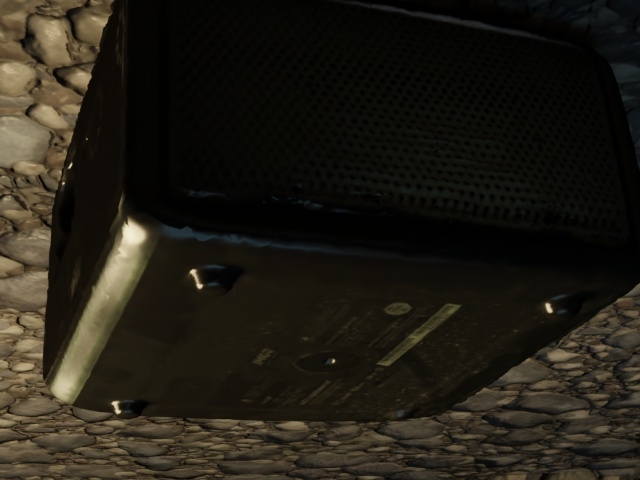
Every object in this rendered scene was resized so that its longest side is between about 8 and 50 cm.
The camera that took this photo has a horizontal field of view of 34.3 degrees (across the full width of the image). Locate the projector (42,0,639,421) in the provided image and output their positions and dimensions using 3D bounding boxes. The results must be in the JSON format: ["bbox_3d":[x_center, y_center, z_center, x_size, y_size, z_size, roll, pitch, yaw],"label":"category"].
[{"bbox_3d":[0.000,0.000,0.867,0.405,0.242,0.395,6,151,-20],"label":"projector"}]
